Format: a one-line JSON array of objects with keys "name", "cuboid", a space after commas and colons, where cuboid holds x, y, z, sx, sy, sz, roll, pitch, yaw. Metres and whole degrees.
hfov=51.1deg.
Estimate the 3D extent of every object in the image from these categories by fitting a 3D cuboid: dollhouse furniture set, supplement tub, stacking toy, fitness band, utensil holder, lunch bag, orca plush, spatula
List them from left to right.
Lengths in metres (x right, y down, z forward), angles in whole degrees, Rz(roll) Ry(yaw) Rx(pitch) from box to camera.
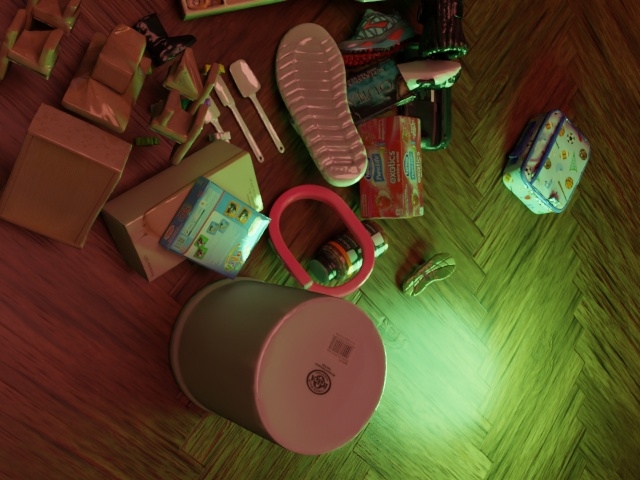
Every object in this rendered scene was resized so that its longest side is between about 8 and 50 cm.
[{"name": "dollhouse furniture set", "cuboid": [-0.434, -0.224, 1.258, 0.362, 0.256, 0.394, 25, 46, -22]}, {"name": "stacking toy", "cuboid": [-0.307, -0.295, 1.459, 0.221, 0.052, 0.166, -9, 97, -24]}, {"name": "spatula", "cuboid": [-0.183, -0.280, 1.560, 0.168, 0.019, 0.242, -40, 111, -27]}, {"name": "utensil holder", "cuboid": [-0.097, 0.252, 1.415, 0.328, 0.386, 0.327, -2, 93, -33]}, {"name": "fitness band", "cuboid": [0.000, 0.000, 1.597, 0.209, 0.054, 0.290, -35, 79, -11]}, {"name": "supplement tub", "cuboid": [0.070, 0.033, 1.684, 0.198, 0.106, 0.106, -32, 108, -29]}, {"name": "orca plush", "cuboid": [0.225, -0.398, 1.750, 0.288, 0.151, 0.102, -17, 130, -15]}, {"name": "lunch bag", "cuboid": [0.703, -0.243, 2.089, 0.243, 0.115, 0.303, 39, 70, -26]}]

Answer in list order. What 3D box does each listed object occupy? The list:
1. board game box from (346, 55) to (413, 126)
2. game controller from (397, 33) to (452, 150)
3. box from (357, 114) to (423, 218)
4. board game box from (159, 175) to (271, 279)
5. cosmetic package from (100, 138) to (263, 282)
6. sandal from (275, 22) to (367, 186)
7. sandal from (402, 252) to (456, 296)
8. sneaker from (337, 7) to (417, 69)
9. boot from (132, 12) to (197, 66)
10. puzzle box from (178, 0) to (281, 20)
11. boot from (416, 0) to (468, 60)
[{"name": "board game box", "cuboid": [0.121, -0.366, 1.667, 0.186, 0.026, 0.126, -25, 74, 1]}, {"name": "game controller", "cuboid": [0.289, -0.409, 1.851, 0.167, 0.067, 0.318, -2, 92, -19]}, {"name": "box", "cuboid": [0.179, -0.185, 1.716, 0.123, 0.128, 0.256, -8, 97, -57]}, {"name": "board game box", "cuboid": [-0.214, -0.021, 1.400, 0.160, 0.039, 0.211, -58, 141, -2]}, {"name": "cosmetic package", "cuboid": [-0.284, -0.069, 1.416, 0.309, 0.113, 0.160, -37, 136, -27]}, {"name": "sandal", "cuboid": [-0.009, -0.320, 1.623, 0.170, 0.102, 0.415, -13, 82, -10]}, {"name": "sandal", "cuboid": [0.297, 0.092, 1.874, 0.180, 0.049, 0.072, -33, 104, -13]}, {"name": "sneaker", "cuboid": [0.122, -0.527, 1.724, 0.262, 0.104, 0.125, -26, 87, -33]}, {"name": "boot", "cuboid": [-0.337, -0.443, 1.442, 0.121, 0.045, 0.099, -41, 106, -27]}, {"name": "puzzle box", "cuboid": [-0.142, -0.669, 1.488, 0.409, 0.052, 0.271, -17, 100, -14]}, {"name": "boot", "cuboid": [0.313, -0.596, 1.735, 0.348, 0.131, 0.259, -42, 126, -72]}]
